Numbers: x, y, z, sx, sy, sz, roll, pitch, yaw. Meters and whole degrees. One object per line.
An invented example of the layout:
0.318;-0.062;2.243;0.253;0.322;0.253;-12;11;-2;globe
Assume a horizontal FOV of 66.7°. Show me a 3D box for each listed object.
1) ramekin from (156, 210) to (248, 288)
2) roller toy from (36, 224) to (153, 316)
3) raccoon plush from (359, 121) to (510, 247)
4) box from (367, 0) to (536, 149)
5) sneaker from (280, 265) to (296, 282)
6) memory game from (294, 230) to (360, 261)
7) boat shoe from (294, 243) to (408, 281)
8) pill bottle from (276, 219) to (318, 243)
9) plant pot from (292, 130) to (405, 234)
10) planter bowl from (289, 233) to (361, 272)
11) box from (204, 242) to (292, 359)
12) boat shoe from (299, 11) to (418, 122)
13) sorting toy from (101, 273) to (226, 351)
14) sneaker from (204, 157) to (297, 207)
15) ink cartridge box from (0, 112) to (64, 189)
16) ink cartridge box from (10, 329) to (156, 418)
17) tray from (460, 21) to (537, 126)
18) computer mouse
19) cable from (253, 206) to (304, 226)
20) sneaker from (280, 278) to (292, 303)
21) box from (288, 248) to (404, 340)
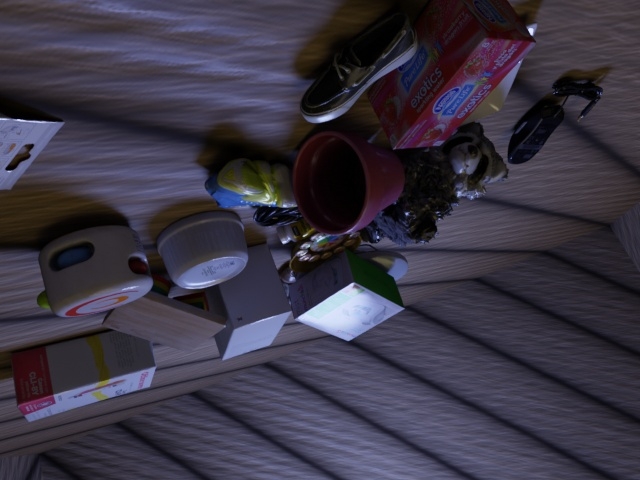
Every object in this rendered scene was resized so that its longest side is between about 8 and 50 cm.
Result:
-0.268;0.030;1.140;0.207;0.109;0.207;-20;159;-8;ramekin
-0.442;0.055;0.968;0.209;0.147;0.191;-11;167;-44;roller toy
0.247;-0.150;1.239;0.299;0.216;0.446;-32;-168;-15;raccoon plush
0.205;-0.282;0.818;0.122;0.128;0.257;-10;157;-31;box
-0.040;0.104;1.629;0.188;0.066;0.071;-8;155;-36;sneaker
0.020;0.008;1.272;0.186;0.012;0.186;-20;157;-9;memory game
0.091;0.065;1.569;0.366;0.157;0.136;-7;129;-8;boat shoe
-0.053;-0.035;1.266;0.116;0.065;0.065;-24;160;4;pill bottle
0.071;-0.123;0.998;0.180;0.202;0.201;-14;161;-47;plant pot
0.000;0.000;1.369;0.217;0.091;0.217;-19;157;-8;planter bowl
-0.228;0.190;1.435;0.168;0.215;0.345;-14;159;-23;box
0.049;-0.273;0.764;0.219;0.078;0.070;-36;158;13;boat shoe
-0.414;0.190;1.306;0.257;0.090;0.255;25;141;-25;sorting toy
-0.138;-0.109;0.992;0.126;0.091;0.240;-12;167;28;sneaker
-0.486;-0.126;0.633;0.180;0.056;0.224;-33;176;27;ink cartridge box
-0.741;0.419;1.553;0.384;0.161;0.279;-11;157;-29;ink cartridge box
0.327;-0.325;0.982;0.145;0.030;0.270;-21;160;-2;tray
0.597;-0.312;1.264;0.183;0.060;0.262;-8;144;-24;computer mouse
-0.069;-0.061;1.139;0.184;0.047;0.150;-6;-179;-34;cable
-0.105;0.157;1.676;0.228;0.132;0.086;15;118;-8;sneaker
0.076;0.169;1.457;0.231;0.127;0.261;-35;138;24;box
